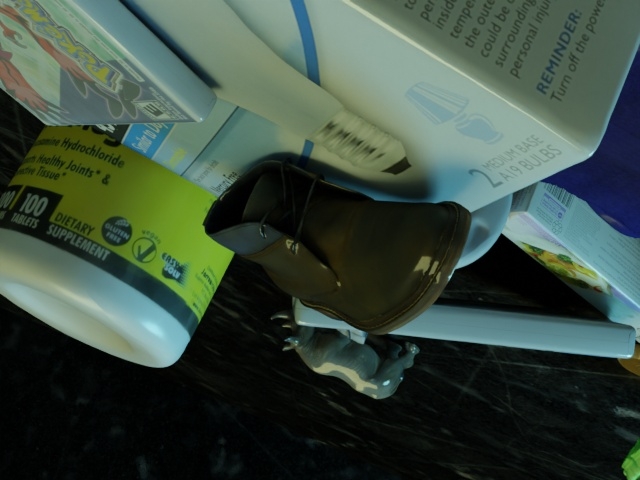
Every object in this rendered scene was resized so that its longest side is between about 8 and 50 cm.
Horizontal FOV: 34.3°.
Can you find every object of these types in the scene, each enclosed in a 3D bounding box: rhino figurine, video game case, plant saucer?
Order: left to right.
[{"bbox_3d":[-0.181,-0.132,0.589,0.183,0.023,0.201,6,152,47],"label":"video game case"},{"bbox_3d":[0.029,0.174,1.685,0.243,0.106,0.073,25,161,4],"label":"rhino figurine"},{"bbox_3d":[0.134,0.083,1.132,0.329,0.036,0.300,6,179,-2],"label":"video game case"},{"bbox_3d":[0.403,0.154,1.291,0.083,0.015,0.083,23,161,9],"label":"plant saucer"}]

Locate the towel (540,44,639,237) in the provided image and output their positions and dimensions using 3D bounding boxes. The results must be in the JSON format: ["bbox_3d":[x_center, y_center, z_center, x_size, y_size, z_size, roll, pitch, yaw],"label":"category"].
[{"bbox_3d":[0.256,-0.096,0.753,0.227,0.076,0.308,24,162,-17],"label":"towel"}]

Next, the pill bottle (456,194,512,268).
[{"bbox_3d":[0.047,-0.036,1.028,0.161,0.161,0.283,32,161,-18],"label":"pill bottle"}]

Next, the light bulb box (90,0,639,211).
[{"bbox_3d":[-0.033,-0.186,0.640,0.361,0.225,0.358,29,161,-11],"label":"light bulb box"}]

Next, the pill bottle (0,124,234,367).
[{"bbox_3d":[-0.132,-0.079,0.878,0.188,0.334,0.188,23,161,8],"label":"pill bottle"}]

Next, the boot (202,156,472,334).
[{"bbox_3d":[0.000,0.000,0.616,0.106,0.082,0.219,27,164,-15],"label":"boot"}]

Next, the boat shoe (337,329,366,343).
[{"bbox_3d":[0.036,0.089,1.474,0.084,0.095,0.258,19,159,7],"label":"boat shoe"}]

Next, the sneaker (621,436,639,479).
[{"bbox_3d":[0.470,0.239,1.095,0.202,0.185,0.483,50,169,12],"label":"sneaker"}]

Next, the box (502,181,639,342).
[{"bbox_3d":[0.296,0.034,1.037,0.324,0.067,0.063,35,160,-26],"label":"box"}]
